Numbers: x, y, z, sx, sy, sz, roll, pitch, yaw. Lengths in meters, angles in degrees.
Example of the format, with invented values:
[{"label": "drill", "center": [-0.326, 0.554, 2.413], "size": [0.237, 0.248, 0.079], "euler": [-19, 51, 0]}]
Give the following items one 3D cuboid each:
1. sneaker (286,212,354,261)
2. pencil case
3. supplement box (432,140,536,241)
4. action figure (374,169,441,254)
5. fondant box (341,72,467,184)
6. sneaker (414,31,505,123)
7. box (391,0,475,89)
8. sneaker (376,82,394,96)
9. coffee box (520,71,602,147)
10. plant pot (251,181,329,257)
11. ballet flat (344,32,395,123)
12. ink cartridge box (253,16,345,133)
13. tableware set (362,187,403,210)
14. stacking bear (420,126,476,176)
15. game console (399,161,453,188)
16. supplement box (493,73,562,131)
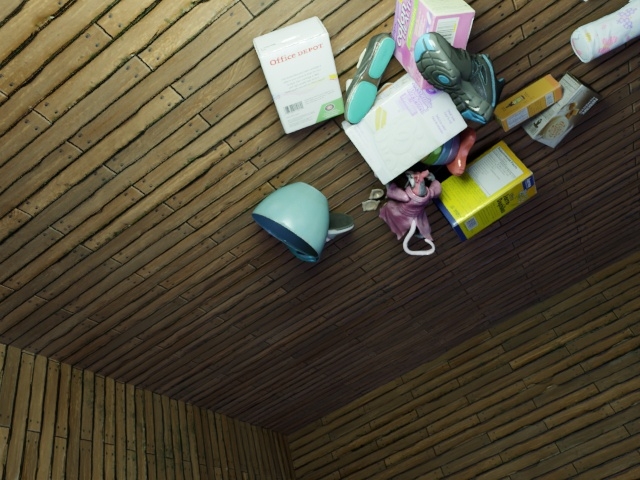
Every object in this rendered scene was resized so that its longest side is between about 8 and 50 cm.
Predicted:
[{"label": "sneaker", "center": [0.000, 0.000, 2.046], "size": [0.295, 0.124, 0.179], "euler": [-11, 135, 1]}, {"label": "pencil case", "center": [0.990, -0.714, 1.669], "size": [0.273, 0.114, 0.124], "euler": [-29, 131, 10]}, {"label": "supplement box", "center": [0.653, -0.192, 2.016], "size": [0.356, 0.194, 0.195], "euler": [-35, 149, 12]}, {"label": "action figure", "center": [0.333, -0.130, 1.884], "size": [0.247, 0.276, 0.370], "euler": [-5, 156, -4]}, {"label": "fondant box", "center": [0.271, -0.377, 1.627], "size": [0.330, 0.096, 0.238], "euler": [-35, 118, 12]}, {"label": "sneaker", "center": [0.377, -0.461, 1.344], "size": [0.340, 0.125, 0.140], "euler": [30, 91, -40]}, {"label": "box", "center": [0.307, -0.592, 1.419], "size": [0.117, 0.243, 0.214], "euler": [-11, 140, -11]}, {"label": "sneaker", "center": [0.192, -0.449, 1.670], "size": [0.064, 0.068, 0.175], "euler": [17, 129, -38]}, {"label": "coffee box", "center": [0.912, -0.491, 1.896], "size": [0.141, 0.098, 0.247], "euler": [11, 131, -32]}, {"label": "plant pot", "center": [-0.079, -0.096, 1.828], "size": [0.196, 0.290, 0.290], "euler": [-58, 139, -12]}, {"label": "ballet flat", "center": [0.139, -0.498, 1.533], "size": [0.095, 0.096, 0.281], "euler": [15, 110, -38]}, {"label": "ink cartridge box", "center": [-0.058, -0.486, 1.484], "size": [0.201, 0.117, 0.278], "euler": [-20, 141, 0]}, {"label": "tableware set", "center": [0.255, -0.166, 2.031], "size": [0.168, 0.020, 0.141], "euler": [-2, 144, -13]}, {"label": "stacking bear", "center": [0.374, -0.352, 1.788], "size": [0.288, 0.164, 0.176], "euler": [8, 116, -14]}, {"label": "game console", "center": [0.393, -0.279, 1.963], "size": [0.361, 0.044, 0.213], "euler": [22, 124, -41]}, {"label": "supplement box", "center": [0.760, -0.505, 1.836], "size": [0.233, 0.078, 0.080], "euler": [-29, 142, 11]}]
